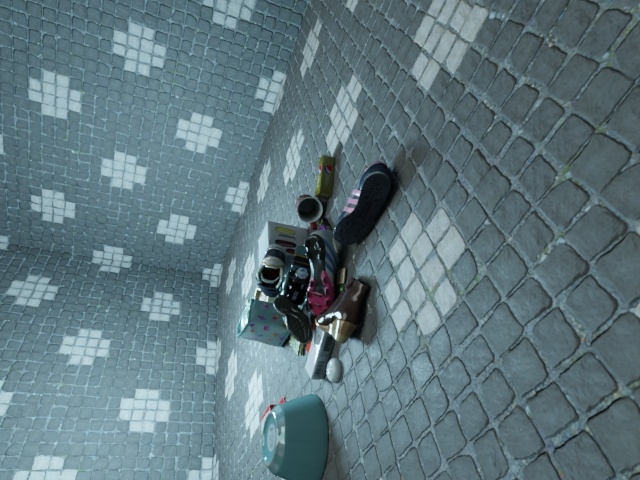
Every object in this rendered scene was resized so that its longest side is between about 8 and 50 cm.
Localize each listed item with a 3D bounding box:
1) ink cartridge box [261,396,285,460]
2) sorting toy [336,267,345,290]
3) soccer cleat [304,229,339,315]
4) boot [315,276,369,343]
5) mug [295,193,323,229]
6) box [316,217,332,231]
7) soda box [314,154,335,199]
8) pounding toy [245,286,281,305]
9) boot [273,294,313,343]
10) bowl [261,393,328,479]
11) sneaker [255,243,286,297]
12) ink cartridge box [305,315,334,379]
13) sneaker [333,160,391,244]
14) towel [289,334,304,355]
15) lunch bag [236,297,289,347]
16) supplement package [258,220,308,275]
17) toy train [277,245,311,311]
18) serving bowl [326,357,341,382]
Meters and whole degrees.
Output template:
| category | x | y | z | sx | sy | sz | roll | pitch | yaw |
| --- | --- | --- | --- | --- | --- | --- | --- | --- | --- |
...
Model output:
| category | x | y | z | sx | sy | sz | roll | pitch | yaw |
| --- | --- | --- | --- | --- | --- | --- | --- | --- | --- |
| ink cartridge box | -0.198 | 0.799 | 1.824 | 0.230 | 0.078 | 0.134 | -103 | 31 | -48 |
| sorting toy | 0.076 | 0.143 | 1.546 | 0.062 | 0.012 | 0.083 | 153 | 126 | -67 |
| soccer cleat | 0.023 | 0.119 | 1.593 | 0.116 | 0.143 | 0.330 | 8 | 109 | 35 |
| boot | 0.076 | 0.222 | 1.444 | 0.206 | 0.090 | 0.248 | -67 | 19 | -3 |
| mug | -0.062 | -0.133 | 1.908 | 0.169 | 0.113 | 0.150 | -123 | 43 | -73 |
| box | 0.000 | 0.000 | 1.797 | 0.116 | 0.029 | 0.161 | -113 | 38 | -56 |
| soda box | 0.019 | -0.274 | 1.850 | 0.061 | 0.058 | 0.181 | 150 | 128 | -64 |
| pounding toy | -0.309 | 0.343 | 2.269 | 0.206 | 0.094 | 0.180 | 7 | 87 | 49 |
| boot | -0.076 | 0.329 | 1.674 | 0.085 | 0.178 | 0.236 | -41 | 52 | -3 |
| bowl | -0.106 | 0.705 | 1.515 | 0.312 | 0.163 | 0.310 | -169 | 90 | -69 |
| sneaker | -0.220 | 0.166 | 1.850 | 0.127 | 0.126 | 0.320 | -79 | 0 | -45 |
| ink cartridge box | -0.023 | 0.386 | 1.620 | 0.232 | 0.066 | 0.188 | 34 | 111 | 64 |
| sneaker | 0.142 | -0.121 | 1.416 | 0.318 | 0.112 | 0.131 | -57 | 12 | 39 |
| towel | -0.097 | 0.422 | 1.831 | 0.148 | 0.027 | 0.109 | -160 | 81 | -68 |
| lunch bag | -0.265 | 0.401 | 2.004 | 0.262 | 0.224 | 0.160 | 123 | 156 | -48 |
| supplement package | -0.168 | 0.041 | 1.967 | 0.194 | 0.203 | 0.149 | -99 | 28 | -41 |
| toy train | -0.088 | 0.165 | 1.765 | 0.333 | 0.143 | 0.190 | 110 | 175 | -59 |
| serving bowl | 0.041 | 0.442 | 1.458 | 0.083 | 0.027 | 0.083 | -169 | 90 | -70 |
